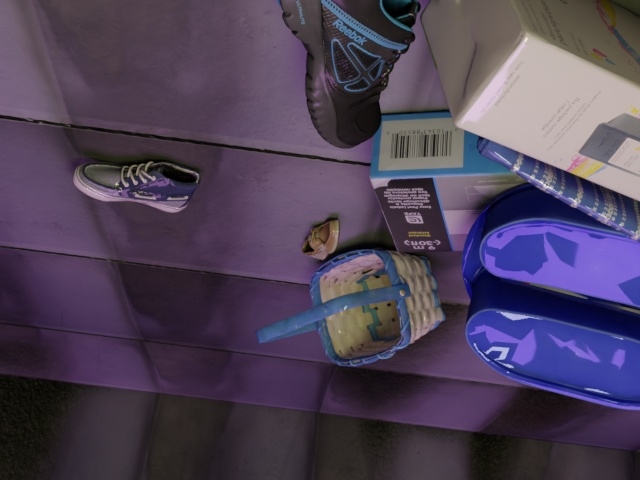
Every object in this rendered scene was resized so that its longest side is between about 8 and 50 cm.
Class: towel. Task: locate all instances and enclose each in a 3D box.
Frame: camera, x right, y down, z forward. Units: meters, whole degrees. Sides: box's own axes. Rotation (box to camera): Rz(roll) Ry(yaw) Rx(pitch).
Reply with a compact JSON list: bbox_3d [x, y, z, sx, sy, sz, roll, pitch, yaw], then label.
[{"bbox_3d":[0.331,-0.085,0.974,0.336,0.243,0.040,28,125,-3],"label":"towel"}]

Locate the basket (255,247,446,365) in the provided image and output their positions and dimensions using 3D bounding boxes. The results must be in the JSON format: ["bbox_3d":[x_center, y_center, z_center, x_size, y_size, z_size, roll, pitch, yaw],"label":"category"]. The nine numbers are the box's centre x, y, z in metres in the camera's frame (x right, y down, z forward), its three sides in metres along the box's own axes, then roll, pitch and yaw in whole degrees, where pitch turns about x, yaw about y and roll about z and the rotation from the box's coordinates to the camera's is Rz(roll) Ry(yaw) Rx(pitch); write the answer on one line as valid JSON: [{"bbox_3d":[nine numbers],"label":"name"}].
[{"bbox_3d":[0.056,0.123,1.536,0.289,0.201,0.254,-13,172,-45],"label":"basket"}]

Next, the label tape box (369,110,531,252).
[{"bbox_3d":[0.230,-0.054,1.270,0.249,0.115,0.348,-2,151,15],"label":"label tape box"}]

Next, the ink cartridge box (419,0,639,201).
[{"bbox_3d":[0.296,-0.163,0.905,0.353,0.207,0.119,18,130,-24],"label":"ink cartridge box"}]

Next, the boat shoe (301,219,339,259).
[{"bbox_3d":[0.000,0.000,1.505,0.045,0.050,0.135,7,155,-14],"label":"boat shoe"}]

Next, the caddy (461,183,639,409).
[{"bbox_3d":[0.339,0.061,1.074,0.341,0.179,0.241,14,114,17],"label":"caddy"}]

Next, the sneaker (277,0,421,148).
[{"bbox_3d":[0.047,-0.215,0.973,0.139,0.125,0.341,-4,155,10],"label":"sneaker"}]

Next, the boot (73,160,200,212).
[{"bbox_3d":[-0.289,-0.102,1.359,0.190,0.069,0.086,10,148,-26],"label":"boot"}]
